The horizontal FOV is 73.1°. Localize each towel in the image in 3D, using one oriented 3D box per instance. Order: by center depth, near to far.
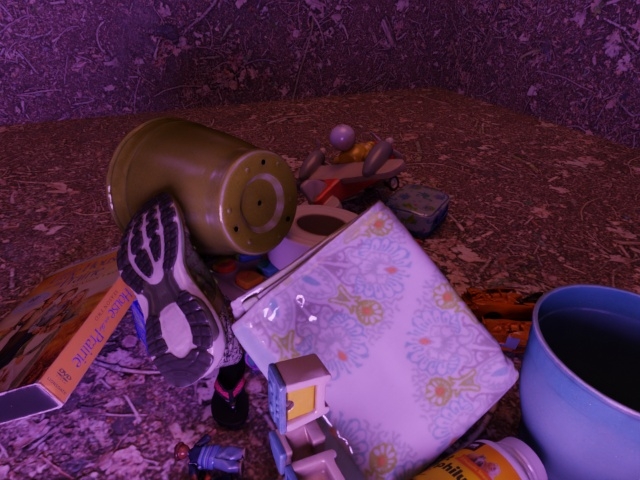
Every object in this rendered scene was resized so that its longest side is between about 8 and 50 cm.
[{"bbox_3d":[0.084,0.164,0.675,0.320,0.090,0.374,-36,85,-10],"label":"towel"}]

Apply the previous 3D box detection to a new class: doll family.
[{"bbox_3d":[-0.176,0.367,0.616,0.111,0.076,0.193,2,26,8],"label":"doll family"}]

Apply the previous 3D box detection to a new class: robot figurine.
[{"bbox_3d":[0.473,0.173,0.954,0.291,0.085,0.211,0,32,-3],"label":"robot figurine"}]

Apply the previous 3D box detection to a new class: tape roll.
[{"bbox_3d":[0.000,0.000,1.169,0.286,0.100,0.286,6,26,-3],"label":"tape roll"}]

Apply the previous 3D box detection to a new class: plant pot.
[{"bbox_3d":[0.434,0.249,0.662,0.271,0.255,0.272,2,32,-1],"label":"plant pot"},{"bbox_3d":[-0.258,-0.112,1.050,0.353,0.367,0.366,13,31,38],"label":"plant pot"}]

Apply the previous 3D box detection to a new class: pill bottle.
[{"bbox_3d":[0.210,0.359,0.600,0.215,0.117,0.117,-15,35,-26],"label":"pill bottle"}]

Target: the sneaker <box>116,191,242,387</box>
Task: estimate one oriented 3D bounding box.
[{"bbox_3d":[-0.267,0.090,0.856,0.158,0.182,0.410,-30,64,11],"label":"sneaker"}]

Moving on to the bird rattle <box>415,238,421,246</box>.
[{"bbox_3d":[0.143,0.101,0.972,0.207,0.143,0.253,-30,5,-4],"label":"bird rattle"}]

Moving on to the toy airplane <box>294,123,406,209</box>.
[{"bbox_3d":[0.076,-0.241,1.430,0.386,0.272,0.384,-13,19,9],"label":"toy airplane"}]

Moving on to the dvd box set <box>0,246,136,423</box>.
[{"bbox_3d":[-0.510,0.160,0.831,0.307,0.062,0.420,-18,28,15],"label":"dvd box set"}]

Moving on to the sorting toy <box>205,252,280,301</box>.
[{"bbox_3d":[-0.194,0.072,1.127,0.193,0.038,0.208,24,38,32],"label":"sorting toy"}]

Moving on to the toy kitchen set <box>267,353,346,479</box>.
[{"bbox_3d":[-0.014,0.260,0.466,0.122,0.166,0.207,-13,34,-25],"label":"toy kitchen set"}]

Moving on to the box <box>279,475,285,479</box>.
[{"bbox_3d":[-0.072,0.415,0.488,0.311,0.121,0.148,-25,40,-37],"label":"box"}]

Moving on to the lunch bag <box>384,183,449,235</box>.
[{"bbox_3d":[0.311,-0.099,1.389,0.176,0.090,0.219,18,35,27],"label":"lunch bag"}]

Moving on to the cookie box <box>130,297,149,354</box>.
[{"bbox_3d":[-0.352,0.172,0.887,0.040,0.107,0.092,-20,38,-34],"label":"cookie box"}]

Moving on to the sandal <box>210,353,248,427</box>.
[{"bbox_3d":[-0.169,0.266,0.806,0.067,0.040,0.179,-2,31,-9],"label":"sandal"}]

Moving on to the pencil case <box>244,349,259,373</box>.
[{"bbox_3d":[-0.121,0.198,0.898,0.070,0.064,0.152,34,22,-23],"label":"pencil case"}]
